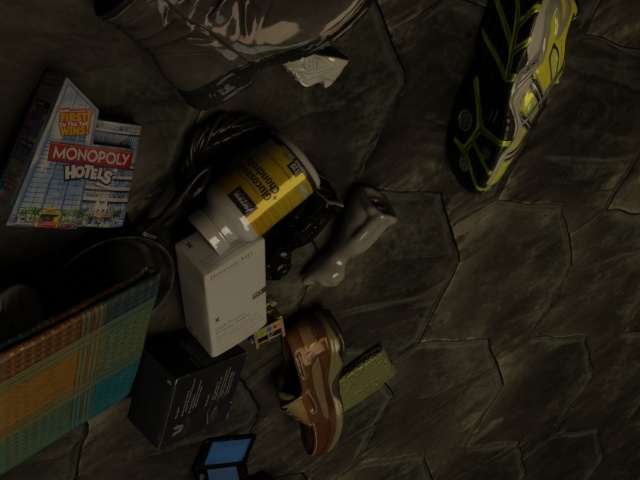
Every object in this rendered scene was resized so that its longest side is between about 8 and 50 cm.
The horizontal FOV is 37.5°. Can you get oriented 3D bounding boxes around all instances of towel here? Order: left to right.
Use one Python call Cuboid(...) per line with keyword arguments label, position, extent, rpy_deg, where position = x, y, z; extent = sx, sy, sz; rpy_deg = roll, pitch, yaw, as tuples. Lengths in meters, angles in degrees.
Cuboid(label="towel", position=(-0.369, 0.194, 1.376), extent=(0.271, 0.040, 0.370), rpy_deg=(-30, 159, -34))
Cuboid(label="towel", position=(0.082, 0.282, 1.926), extent=(0.148, 0.027, 0.110), rpy_deg=(-35, 138, -5))

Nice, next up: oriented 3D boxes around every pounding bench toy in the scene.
Cuboid(label="pounding bench toy", position=(-0.105, 0.136, 1.639), extent=(0.065, 0.052, 0.083), rpy_deg=(-24, 136, -18))

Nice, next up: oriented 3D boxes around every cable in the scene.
Cuboid(label="cable", position=(-0.124, -0.120, 1.418), extent=(0.185, 0.047, 0.150), rpy_deg=(3, 118, -33))

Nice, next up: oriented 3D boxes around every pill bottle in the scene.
Cuboid(label="pill bottle", position=(-0.098, -0.063, 1.366), extent=(0.184, 0.103, 0.103), rpy_deg=(-40, 139, -8))

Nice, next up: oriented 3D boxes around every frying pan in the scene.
Cuboid(label="frying pan", position=(-0.294, 0.015, 1.386), extent=(0.197, 0.053, 0.326), rpy_deg=(-3, 128, -37))

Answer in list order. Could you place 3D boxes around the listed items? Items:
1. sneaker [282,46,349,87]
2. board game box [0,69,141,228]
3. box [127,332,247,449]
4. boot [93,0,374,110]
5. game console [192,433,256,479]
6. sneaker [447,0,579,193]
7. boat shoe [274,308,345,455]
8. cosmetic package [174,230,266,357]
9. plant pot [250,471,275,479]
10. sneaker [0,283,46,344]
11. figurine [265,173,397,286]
Cuboid(label="sneaker", position=(-0.027, -0.254, 1.365), extent=(0.152, 0.053, 0.061), rpy_deg=(5, 124, -40))
Cuboid(label="board game box", position=(-0.316, -0.115, 1.226), extent=(0.194, 0.060, 0.194), rpy_deg=(2, 105, -46))
Cuboid(label="box", position=(-0.224, 0.243, 1.587), extent=(0.158, 0.093, 0.156), rpy_deg=(-17, 135, -46))
Cuboid(label="boot", position=(-0.094, -0.319, 1.180), extent=(0.338, 0.118, 0.222), rpy_deg=(-35, 139, 7))
Cuboid(label="game console", position=(-0.179, 0.443, 1.836), extent=(0.122, 0.107, 0.071), rpy_deg=(4, 150, -38))
Cuboid(label="sneaker", position=(0.330, -0.244, 1.576), extent=(0.147, 0.145, 0.384), rpy_deg=(-7, 130, -32))
Cuboid(label="boat shoe", position=(-0.030, 0.273, 1.777), extent=(0.120, 0.122, 0.324), rpy_deg=(-13, 124, -21))
Cuboid(label="cosmetic package", position=(-0.153, 0.072, 1.488), extent=(0.117, 0.085, 0.231), rpy_deg=(-33, 151, -24))
Cuboid(label="plant pot", position=(-0.113, 0.594, 1.939), extent=(0.167, 0.188, 0.187), rpy_deg=(-43, 140, -15))
Cuboid(label="sneaker", position=(-0.510, 0.110, 1.271), extent=(0.321, 0.180, 0.124), rpy_deg=(31, 64, -75))
Cuboid(label="figurine", position=(0.000, 0.000, 1.589), extent=(0.215, 0.092, 0.209), rpy_deg=(11, 125, -43))
